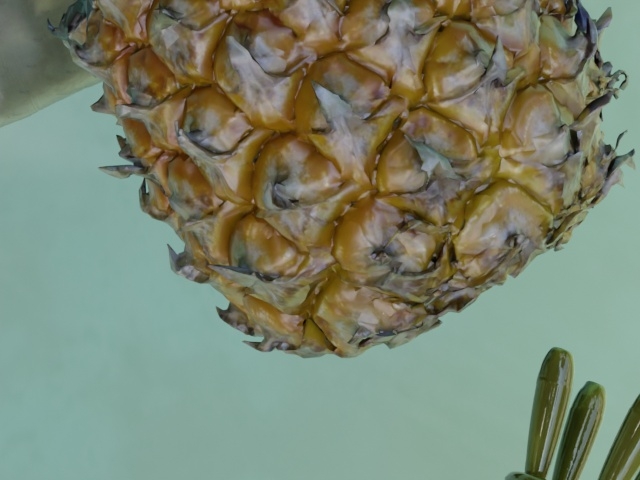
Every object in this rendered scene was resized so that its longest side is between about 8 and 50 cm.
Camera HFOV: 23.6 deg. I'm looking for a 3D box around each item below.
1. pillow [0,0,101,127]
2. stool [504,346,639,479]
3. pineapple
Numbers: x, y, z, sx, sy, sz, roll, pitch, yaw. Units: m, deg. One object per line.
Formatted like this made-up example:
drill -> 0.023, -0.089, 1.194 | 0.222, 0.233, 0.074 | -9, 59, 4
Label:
pillow -> -0.254, -0.217, 1.204 | 0.185, 0.075, 0.302 | -23, 139, -9
stool -> 0.205, 0.155, 1.125 | 0.135, 0.134, 0.110 | 27, 81, -10
pineapple -> 0.033, -0.100, 0.979 | 0.352, 0.352, 0.300 | -34, 90, 1
